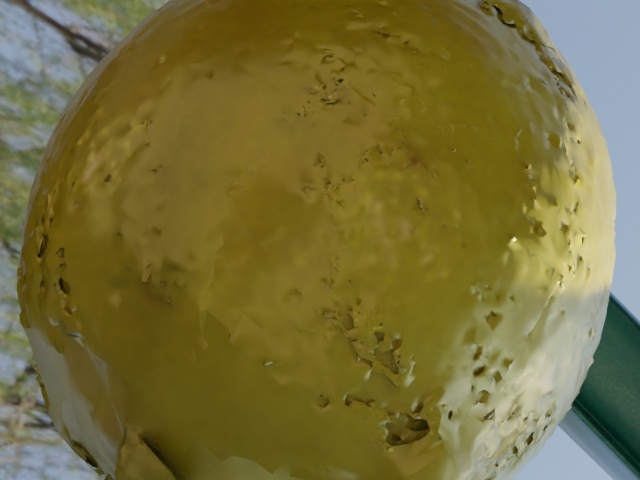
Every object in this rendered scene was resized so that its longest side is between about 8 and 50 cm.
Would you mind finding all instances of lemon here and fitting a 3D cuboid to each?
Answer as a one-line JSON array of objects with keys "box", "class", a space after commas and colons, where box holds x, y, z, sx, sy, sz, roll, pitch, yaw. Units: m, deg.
[{"box": [0.000, 0.000, 0.398, 0.173, 0.173, 0.206, -16, -136, 25], "class": "lemon"}]

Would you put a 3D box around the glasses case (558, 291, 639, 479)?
[{"box": [0.072, 0.008, 0.611, 0.070, 0.117, 0.301, -43, -84, 5], "class": "glasses case"}]
